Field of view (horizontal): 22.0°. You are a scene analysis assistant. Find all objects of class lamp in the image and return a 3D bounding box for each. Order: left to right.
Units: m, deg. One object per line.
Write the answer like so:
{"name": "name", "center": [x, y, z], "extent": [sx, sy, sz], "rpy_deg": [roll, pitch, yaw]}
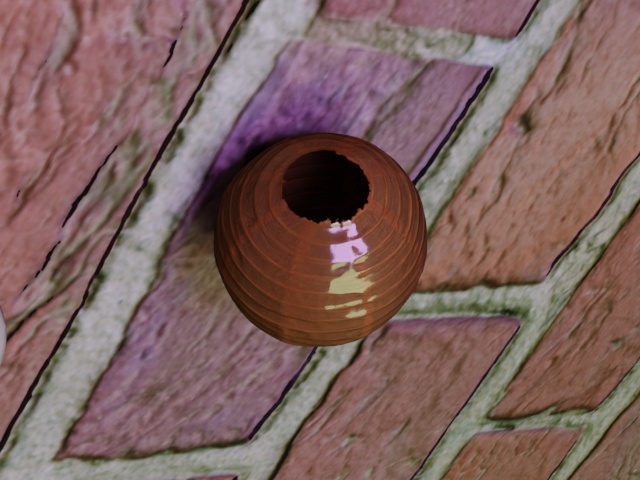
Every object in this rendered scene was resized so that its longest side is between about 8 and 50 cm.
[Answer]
{"name": "lamp", "center": [0.000, 0.000, 1.025], "extent": [0.136, 0.136, 0.136], "rpy_deg": [-29, 147, -20]}

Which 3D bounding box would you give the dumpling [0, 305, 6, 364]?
{"name": "dumpling", "center": [-0.242, 0.052, 0.856], "extent": [0.150, 0.092, 0.176], "rpy_deg": [-18, 142, -39]}
